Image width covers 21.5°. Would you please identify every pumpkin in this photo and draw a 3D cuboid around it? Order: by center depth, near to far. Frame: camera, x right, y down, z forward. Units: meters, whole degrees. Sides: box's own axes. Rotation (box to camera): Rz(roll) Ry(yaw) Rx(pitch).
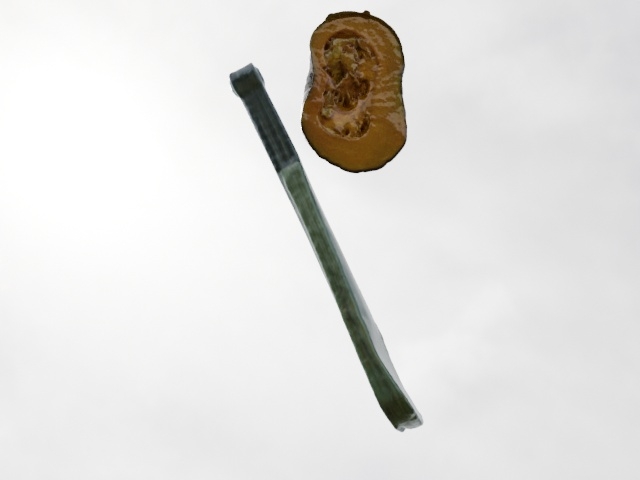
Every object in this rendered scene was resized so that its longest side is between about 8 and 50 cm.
[{"bbox_3d":[0.016,-0.067,0.791,0.050,0.083,0.028,9,-18,-7],"label":"pumpkin"}]

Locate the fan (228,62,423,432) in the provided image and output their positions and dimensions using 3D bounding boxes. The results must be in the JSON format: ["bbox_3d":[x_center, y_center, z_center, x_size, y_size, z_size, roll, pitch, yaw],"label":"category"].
[{"bbox_3d":[0.000,0.000,0.750,0.016,0.193,0.038,-28,-26,6],"label":"fan"}]
